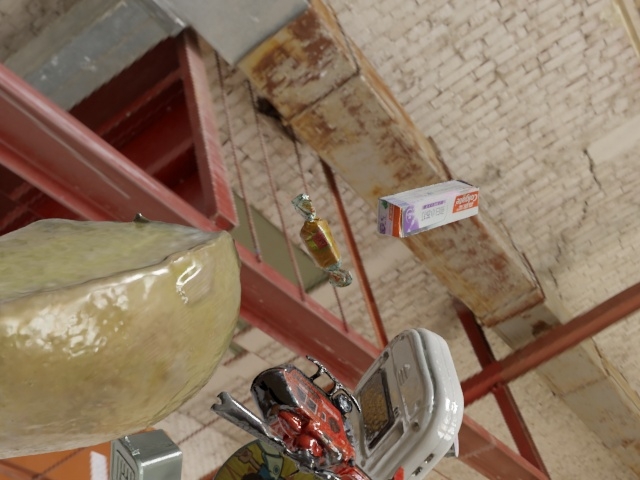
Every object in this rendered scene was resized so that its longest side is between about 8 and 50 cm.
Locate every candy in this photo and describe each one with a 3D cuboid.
[{"bbox_3d":[0.000,0.000,1.383,0.053,0.182,0.046,-21,-165,21],"label":"candy"}]

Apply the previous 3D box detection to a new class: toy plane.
[{"bbox_3d":[0.005,0.116,0.451,0.037,0.145,0.060,-37,-165,25],"label":"toy plane"}]

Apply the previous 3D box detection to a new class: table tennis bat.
[{"bbox_3d":[-0.088,0.445,1.168,0.215,0.044,0.328,17,-97,25],"label":"table tennis bat"}]

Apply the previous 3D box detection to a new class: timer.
[{"bbox_3d":[0.133,0.281,1.351,0.237,0.087,0.262,-54,-159,24],"label":"timer"}]

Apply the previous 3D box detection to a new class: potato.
[{"bbox_3d":[-0.199,0.106,0.599,0.190,0.264,0.210,10,-71,24],"label":"potato"}]

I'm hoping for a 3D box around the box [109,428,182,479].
[{"bbox_3d":[-0.227,0.308,1.056,0.084,0.069,0.122,30,-59,44],"label":"box"}]

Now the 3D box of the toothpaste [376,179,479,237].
[{"bbox_3d":[0.142,-0.044,1.048,0.040,0.196,0.047,12,-73,37],"label":"toothpaste"}]

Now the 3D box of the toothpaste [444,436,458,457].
[{"bbox_3d":[0.099,0.388,1.556,0.324,0.100,0.066,-5,-168,15],"label":"toothpaste"}]
